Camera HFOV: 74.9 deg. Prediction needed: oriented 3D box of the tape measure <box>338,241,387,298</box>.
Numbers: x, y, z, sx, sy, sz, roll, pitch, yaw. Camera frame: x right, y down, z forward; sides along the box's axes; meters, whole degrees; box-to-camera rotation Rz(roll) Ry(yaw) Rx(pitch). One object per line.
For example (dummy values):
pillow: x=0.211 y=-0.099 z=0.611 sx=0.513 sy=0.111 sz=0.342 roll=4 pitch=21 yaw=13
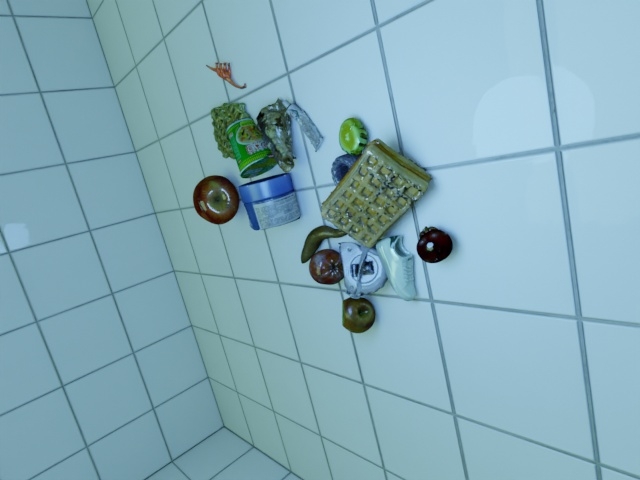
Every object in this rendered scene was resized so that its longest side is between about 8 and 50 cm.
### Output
tape measure: x=0.182 y=0.112 z=1.686 sx=0.197 sy=0.120 sz=0.235 roll=-10 pitch=79 yaw=19

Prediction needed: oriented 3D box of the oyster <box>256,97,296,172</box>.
oyster: x=-0.191 y=-0.456 z=1.865 sx=0.198 sy=0.133 sz=0.336 roll=-35 pitch=76 yaw=58

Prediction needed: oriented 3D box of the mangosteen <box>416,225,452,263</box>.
mangosteen: x=0.388 y=0.009 z=1.445 sx=0.140 sy=0.140 sz=0.139 roll=24 pitch=125 yaw=40

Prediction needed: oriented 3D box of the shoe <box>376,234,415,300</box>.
shoe: x=0.311 y=0.102 z=1.593 sx=0.110 sy=0.095 sz=0.264 roll=-30 pitch=88 yaw=41

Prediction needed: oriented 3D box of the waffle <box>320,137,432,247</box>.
waffle: x=0.185 y=-0.163 z=1.510 sx=0.261 sy=0.114 sz=0.376 roll=35 pitch=136 yaw=-4

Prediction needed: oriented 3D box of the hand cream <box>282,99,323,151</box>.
hand cream: x=-0.075 y=-0.498 z=1.775 sx=0.257 sy=0.050 sz=0.084 roll=51 pitch=141 yaw=9

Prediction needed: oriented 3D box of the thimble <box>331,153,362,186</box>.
thimble: x=0.119 y=-0.264 z=1.628 sx=0.150 sy=0.098 sz=0.149 roll=25 pitch=126 yaw=40

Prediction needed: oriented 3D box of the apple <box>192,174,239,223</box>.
apple: x=-0.583 y=-0.224 z=2.333 sx=0.271 sy=0.252 sz=0.206 roll=59 pitch=161 yaw=-12

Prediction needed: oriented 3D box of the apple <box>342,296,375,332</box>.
apple: x=0.154 y=0.328 z=1.824 sx=0.147 sy=0.163 sz=0.146 roll=-33 pitch=39 yaw=62

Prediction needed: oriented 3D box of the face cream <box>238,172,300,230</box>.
face cream: x=-0.234 y=-0.179 z=1.952 sx=0.249 sy=0.249 sz=0.224 roll=0 pitch=109 yaw=49

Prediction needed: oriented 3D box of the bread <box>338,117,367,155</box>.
bread: x=0.126 y=-0.389 z=1.576 sx=0.139 sy=0.071 sz=0.129 roll=49 pitch=130 yaw=36

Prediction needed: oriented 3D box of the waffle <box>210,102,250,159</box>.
waffle: x=-0.456 y=-0.559 z=2.155 sx=0.317 sy=0.073 sz=0.296 roll=6 pitch=114 yaw=43

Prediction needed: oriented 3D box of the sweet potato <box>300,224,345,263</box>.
sweet potato: x=-0.002 y=-0.007 z=1.911 sx=0.346 sy=0.079 sz=0.108 roll=-35 pitch=87 yaw=43

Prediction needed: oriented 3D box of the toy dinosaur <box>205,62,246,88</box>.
toy dinosaur: x=-0.463 y=-0.824 z=2.059 sx=0.280 sy=0.055 sz=0.101 roll=34 pitch=140 yaw=32

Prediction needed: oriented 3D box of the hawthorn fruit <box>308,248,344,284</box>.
hawthorn fruit: x=0.027 y=0.118 z=1.869 sx=0.173 sy=0.173 sz=0.172 roll=24 pitch=125 yaw=40

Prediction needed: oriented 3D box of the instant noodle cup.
instant noodle cup: x=-0.330 y=-0.444 z=1.975 sx=0.207 sy=0.207 sz=0.232 roll=-33 pitch=80 yaw=51
